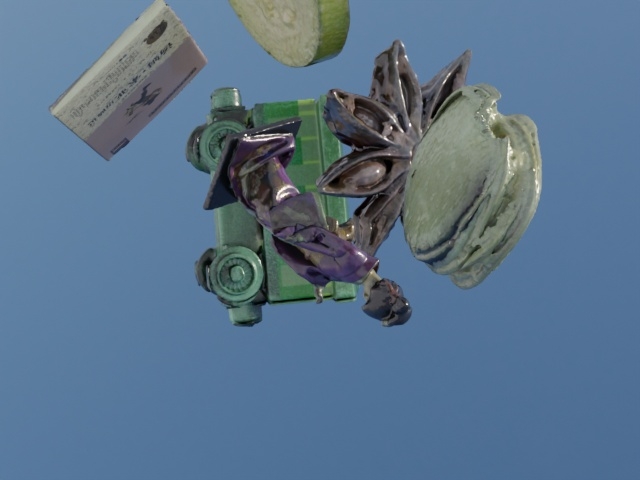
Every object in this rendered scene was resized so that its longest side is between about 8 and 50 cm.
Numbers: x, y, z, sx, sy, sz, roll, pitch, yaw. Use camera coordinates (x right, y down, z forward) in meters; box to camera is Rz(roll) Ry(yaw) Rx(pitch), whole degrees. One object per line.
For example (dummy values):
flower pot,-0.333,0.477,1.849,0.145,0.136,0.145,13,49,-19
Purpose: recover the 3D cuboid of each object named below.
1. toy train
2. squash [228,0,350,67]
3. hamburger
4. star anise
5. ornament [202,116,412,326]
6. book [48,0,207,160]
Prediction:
toy train,-0.061,-0.046,2.200,0.202,0.300,0.120,-6,-177,-8
squash,-0.050,-0.291,1.786,0.049,0.252,0.252,-23,-162,-21
hamburger,0.108,-0.037,1.278,0.133,0.062,0.140,-48,-150,47
star anise,0.089,-0.087,1.854,0.236,0.223,0.109,-38,-168,-21
ornament,-0.004,0.004,1.411,0.088,0.203,0.081,-22,153,-39
book,-0.154,-0.128,1.436,0.127,0.014,0.181,-46,169,-2
